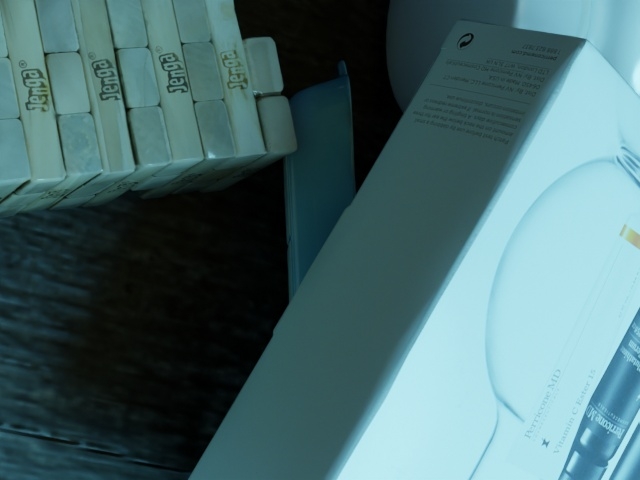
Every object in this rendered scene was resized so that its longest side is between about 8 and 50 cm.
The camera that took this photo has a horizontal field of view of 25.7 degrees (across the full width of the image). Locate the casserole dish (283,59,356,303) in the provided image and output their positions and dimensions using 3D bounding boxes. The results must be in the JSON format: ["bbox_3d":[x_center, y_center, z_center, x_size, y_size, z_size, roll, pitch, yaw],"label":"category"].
[{"bbox_3d":[0.000,0.000,0.739,0.037,0.114,0.189,-2,87,-3],"label":"casserole dish"}]

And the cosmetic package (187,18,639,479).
[{"bbox_3d":[0.136,0.111,0.727,0.377,0.097,0.284,37,81,-38],"label":"cosmetic package"}]

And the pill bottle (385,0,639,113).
[{"bbox_3d":[0.191,-0.113,0.815,0.283,0.161,0.161,6,83,-27],"label":"pill bottle"}]

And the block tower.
[{"bbox_3d":[-0.185,-0.054,0.645,0.335,0.097,0.091,-8,82,-30],"label":"block tower"}]
